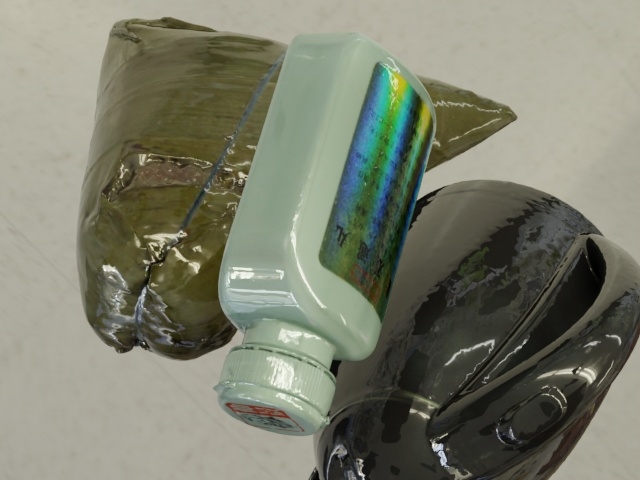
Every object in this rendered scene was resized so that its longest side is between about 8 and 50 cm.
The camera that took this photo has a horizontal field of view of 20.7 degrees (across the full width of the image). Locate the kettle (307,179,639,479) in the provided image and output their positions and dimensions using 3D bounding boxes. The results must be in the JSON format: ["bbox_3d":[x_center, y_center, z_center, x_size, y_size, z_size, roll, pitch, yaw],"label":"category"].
[{"bbox_3d":[0.114,0.089,1.230,0.268,0.290,0.207,-32,99,30],"label":"kettle"}]

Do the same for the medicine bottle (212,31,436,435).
[{"bbox_3d":[0.000,0.000,1.043,0.121,0.083,0.229,46,53,-51],"label":"medicine bottle"}]

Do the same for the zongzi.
[{"bbox_3d":[-0.014,-0.036,1.518,0.393,0.356,0.174,8,132,-4],"label":"zongzi"}]
